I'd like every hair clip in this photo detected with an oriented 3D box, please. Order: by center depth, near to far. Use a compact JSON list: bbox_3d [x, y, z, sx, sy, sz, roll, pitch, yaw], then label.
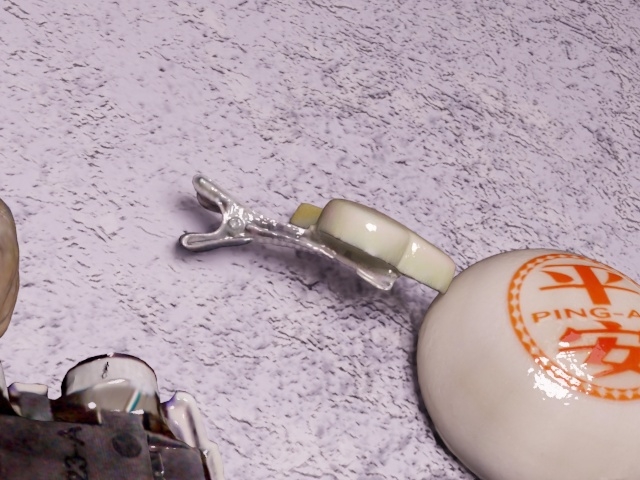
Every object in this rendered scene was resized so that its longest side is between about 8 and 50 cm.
[{"bbox_3d":[0.000,-0.002,1.512,0.218,0.071,0.159,15,2,0],"label":"hair clip"}]

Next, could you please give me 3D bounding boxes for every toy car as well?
[{"bbox_3d":[-0.183,0.175,1.178,0.235,0.158,0.172,10,41,-25],"label":"toy car"}]

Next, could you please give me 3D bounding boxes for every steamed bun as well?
[{"bbox_3d":[0.197,0.097,1.514,0.232,0.145,0.232,18,43,-18],"label":"steamed bun"}]

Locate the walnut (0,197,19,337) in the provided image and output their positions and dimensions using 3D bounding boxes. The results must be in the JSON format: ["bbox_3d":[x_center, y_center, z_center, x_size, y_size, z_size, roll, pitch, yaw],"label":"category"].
[{"bbox_3d":[-0.303,-0.005,1.280,0.178,0.178,0.230,-20,59,-43],"label":"walnut"}]
